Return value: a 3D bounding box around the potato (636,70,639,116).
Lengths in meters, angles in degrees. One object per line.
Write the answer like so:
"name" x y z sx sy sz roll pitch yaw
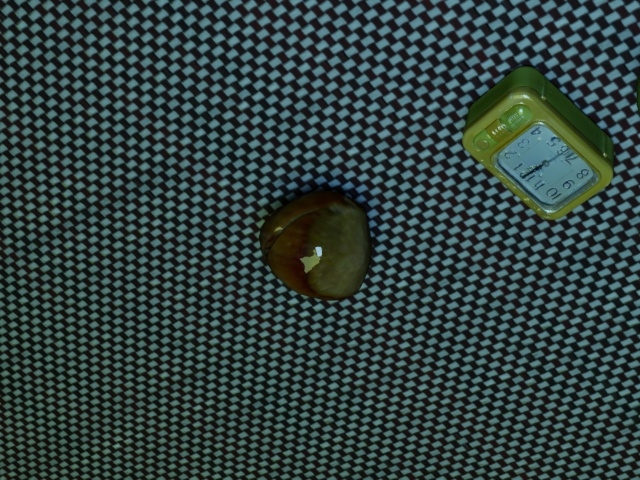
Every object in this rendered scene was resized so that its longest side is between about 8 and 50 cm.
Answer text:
"potato" 0.546 -0.155 1.866 0.216 0.216 0.304 -13 121 24

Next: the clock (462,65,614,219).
"clock" 0.315 -0.138 2.012 0.202 0.096 0.143 39 124 -17

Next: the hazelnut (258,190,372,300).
"hazelnut" 0.000 0.000 2.170 0.182 0.182 0.182 7 129 9
